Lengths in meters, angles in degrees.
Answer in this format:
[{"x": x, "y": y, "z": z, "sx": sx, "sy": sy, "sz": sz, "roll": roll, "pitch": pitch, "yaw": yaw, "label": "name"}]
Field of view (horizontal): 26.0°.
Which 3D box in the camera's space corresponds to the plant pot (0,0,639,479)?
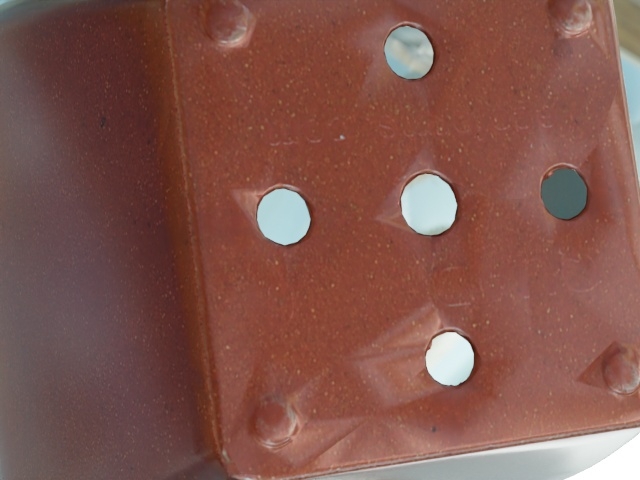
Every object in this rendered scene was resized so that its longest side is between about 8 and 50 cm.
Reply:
[{"x": 0.000, "y": 0.000, "z": 0.600, "sx": 0.236, "sy": 0.267, "sz": 0.267, "roll": 158, "pitch": -75, "yaw": -68, "label": "plant pot"}]
